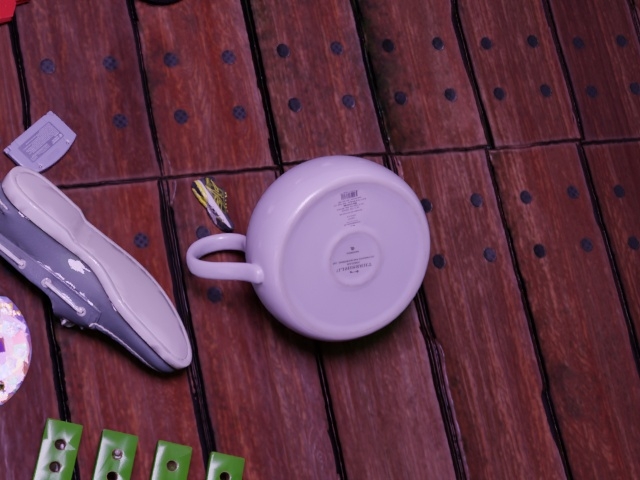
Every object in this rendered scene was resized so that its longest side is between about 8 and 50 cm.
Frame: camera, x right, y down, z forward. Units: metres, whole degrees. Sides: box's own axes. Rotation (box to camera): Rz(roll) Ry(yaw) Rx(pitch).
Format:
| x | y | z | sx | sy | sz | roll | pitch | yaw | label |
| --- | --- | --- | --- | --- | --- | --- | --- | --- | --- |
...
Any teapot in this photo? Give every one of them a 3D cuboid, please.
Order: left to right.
| x | y | z | sx | sy | sz | roll | pitch | yaw | label |
| --- | --- | --- | --- | --- | --- | --- | --- | --- | --- |
| 0.000 | 0.000 | 1.466 | 0.256 | 0.187 | 0.252 | 36 | 88 | -30 | teapot |

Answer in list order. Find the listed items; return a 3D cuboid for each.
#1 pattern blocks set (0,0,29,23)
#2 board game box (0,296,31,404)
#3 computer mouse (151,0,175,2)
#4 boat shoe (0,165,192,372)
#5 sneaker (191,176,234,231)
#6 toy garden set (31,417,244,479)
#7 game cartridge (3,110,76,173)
| x | y | z | sx | sy | sz | roll | pitch | yaw | label |
| --- | --- | --- | --- | --- | --- | --- | --- | --- | --- |
| -0.444 | -0.469 | 1.527 | 0.285 | 0.026 | 0.324 | 33 | 65 | -9 | pattern blocks set |
| -0.426 | 0.123 | 1.346 | 0.169 | 0.033 | 0.133 | 7 | 72 | -19 | board game box |
| -0.278 | -0.425 | 1.527 | 0.272 | 0.072 | 0.188 | 33 | 59 | -19 | computer mouse |
| -0.290 | 0.053 | 1.402 | 0.099 | 0.116 | 0.319 | -40 | 99 | 17 | boat shoe |
| -0.135 | -0.051 | 1.509 | 0.035 | 0.031 | 0.083 | -33 | 87 | -26 | sneaker |
| -0.228 | 0.336 | 1.347 | 0.244 | 0.049 | 0.203 | 15 | 67 | -16 | toy garden set |
| -0.356 | -0.121 | 1.459 | 0.056 | 0.017 | 0.083 | 43 | 64 | 1 | game cartridge |
